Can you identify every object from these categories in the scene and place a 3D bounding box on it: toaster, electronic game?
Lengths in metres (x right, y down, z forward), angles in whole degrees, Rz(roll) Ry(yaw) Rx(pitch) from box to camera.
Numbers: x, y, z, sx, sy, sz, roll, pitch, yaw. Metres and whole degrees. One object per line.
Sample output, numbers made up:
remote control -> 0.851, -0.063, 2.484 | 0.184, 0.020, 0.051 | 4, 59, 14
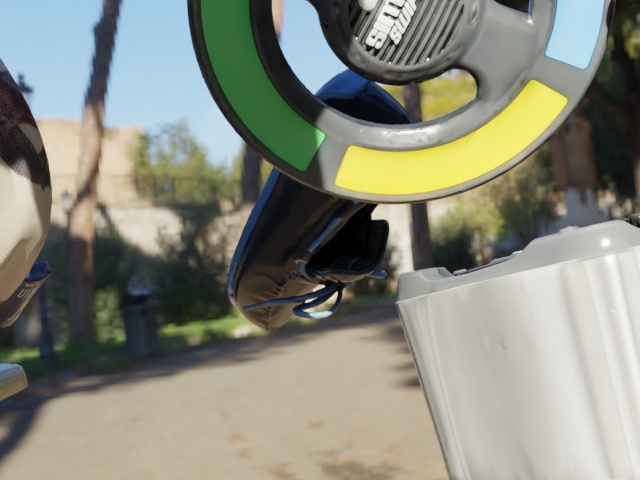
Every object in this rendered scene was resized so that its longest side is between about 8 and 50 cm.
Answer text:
toaster -> 0.146, 0.068, 0.644 | 0.129, 0.147, 0.227 | -9, -6, -34
electronic game -> 0.044, -0.127, 0.629 | 0.229, 0.229, 0.048 | -5, 24, -1

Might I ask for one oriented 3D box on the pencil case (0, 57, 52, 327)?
pencil case -> -0.256, 0.030, 0.401 | 0.159, 0.184, 0.410 | 20, 24, 13

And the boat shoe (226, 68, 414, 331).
boat shoe -> 0.000, 0.000, 0.801 | 0.109, 0.089, 0.258 | -47, -12, -30

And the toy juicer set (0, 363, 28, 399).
toy juicer set -> -0.349, 0.044, 0.625 | 0.329, 0.089, 0.209 | 28, 52, 20
